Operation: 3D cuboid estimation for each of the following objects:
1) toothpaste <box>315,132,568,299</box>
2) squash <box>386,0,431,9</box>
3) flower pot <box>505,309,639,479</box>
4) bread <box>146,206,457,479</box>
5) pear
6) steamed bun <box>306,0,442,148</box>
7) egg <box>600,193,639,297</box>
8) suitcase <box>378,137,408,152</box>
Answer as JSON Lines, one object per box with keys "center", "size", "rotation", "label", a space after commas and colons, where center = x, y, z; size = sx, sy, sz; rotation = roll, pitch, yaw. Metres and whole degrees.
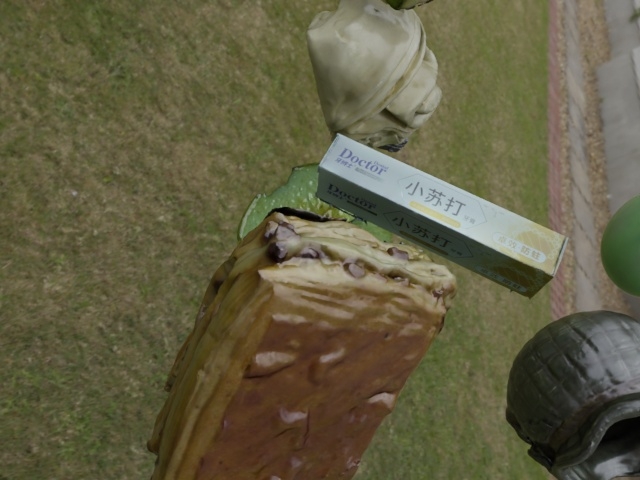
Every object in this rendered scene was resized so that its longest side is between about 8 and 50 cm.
{"center": [0.145, -0.032, 0.777], "size": [0.312, 0.089, 0.071], "rotation": [26, 67, 9], "label": "toothpaste"}
{"center": [0.126, -0.489, 0.859], "size": [0.203, 0.111, 0.289], "rotation": [-24, 82, -14], "label": "squash"}
{"center": [0.460, 0.275, 1.021], "size": [0.301, 0.302, 0.213], "rotation": [35, 19, -38], "label": "flower pot"}
{"center": [-0.036, 0.124, 0.675], "size": [0.277, 0.325, 0.167], "rotation": [13, 19, -37], "label": "bread"}
{"center": [0.000, 0.000, 1.135], "size": [0.292, 0.292, 0.159], "rotation": [16, 32, -48], "label": "pear"}
{"center": [0.100, -0.294, 1.044], "size": [0.289, 0.203, 0.276], "rotation": [71, 17, -53], "label": "steamed bun"}
{"center": [0.741, 0.006, 1.344], "size": [0.220, 0.220, 0.270], "rotation": [-59, 159, -48], "label": "egg"}
{"center": [0.147, -0.265, 1.476], "size": [0.126, 0.059, 0.086], "rotation": [10, 61, -27], "label": "suitcase"}
